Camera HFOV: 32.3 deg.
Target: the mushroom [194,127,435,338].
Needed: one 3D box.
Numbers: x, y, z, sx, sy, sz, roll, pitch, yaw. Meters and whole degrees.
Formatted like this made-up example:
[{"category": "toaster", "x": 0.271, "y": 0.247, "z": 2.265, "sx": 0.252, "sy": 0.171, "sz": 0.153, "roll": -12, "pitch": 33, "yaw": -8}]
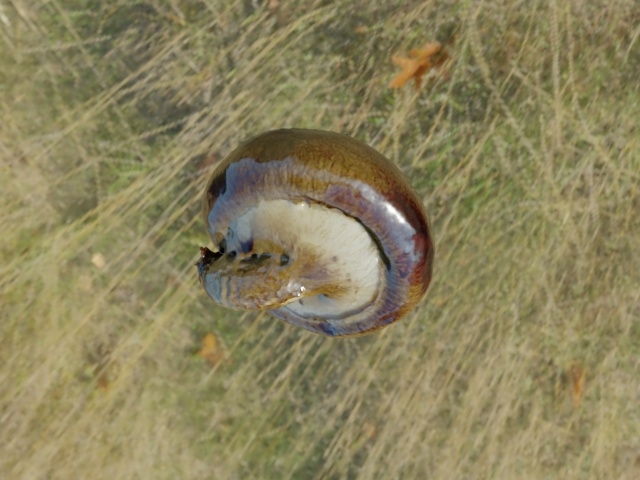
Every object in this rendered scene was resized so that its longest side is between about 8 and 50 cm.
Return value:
[{"category": "mushroom", "x": 0.000, "y": 0.000, "z": 0.556, "sx": 0.127, "sy": 0.087, "sz": 0.127, "roll": 12, "pitch": 140, "yaw": 10}]
